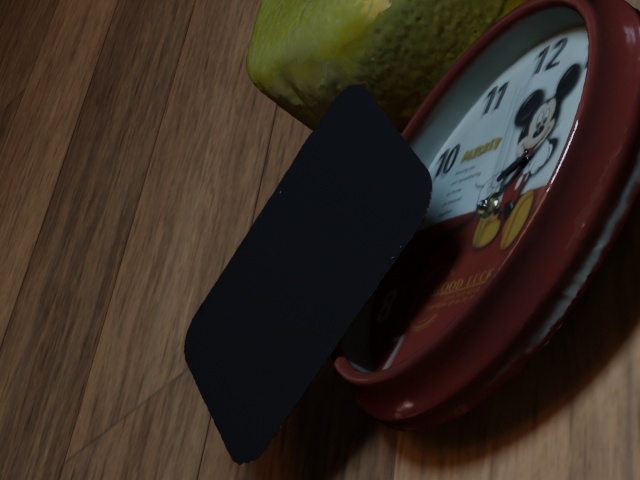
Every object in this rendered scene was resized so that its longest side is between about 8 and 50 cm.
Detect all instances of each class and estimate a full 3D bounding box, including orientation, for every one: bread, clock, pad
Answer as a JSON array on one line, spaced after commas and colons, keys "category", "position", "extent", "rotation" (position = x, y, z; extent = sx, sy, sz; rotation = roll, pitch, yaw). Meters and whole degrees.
[{"category": "bread", "position": [0.060, -0.193, 1.422], "extent": [0.270, 0.148, 0.270], "rotation": [-41, 31, 31]}, {"category": "clock", "position": [0.116, -0.019, 1.155], "extent": [0.318, 0.080, 0.318], "rotation": [-52, 19, 26]}, {"category": "pad", "position": [-0.021, -0.011, 1.300], "extent": [0.250, 0.055, 0.323], "rotation": [-56, 17, 18]}]
